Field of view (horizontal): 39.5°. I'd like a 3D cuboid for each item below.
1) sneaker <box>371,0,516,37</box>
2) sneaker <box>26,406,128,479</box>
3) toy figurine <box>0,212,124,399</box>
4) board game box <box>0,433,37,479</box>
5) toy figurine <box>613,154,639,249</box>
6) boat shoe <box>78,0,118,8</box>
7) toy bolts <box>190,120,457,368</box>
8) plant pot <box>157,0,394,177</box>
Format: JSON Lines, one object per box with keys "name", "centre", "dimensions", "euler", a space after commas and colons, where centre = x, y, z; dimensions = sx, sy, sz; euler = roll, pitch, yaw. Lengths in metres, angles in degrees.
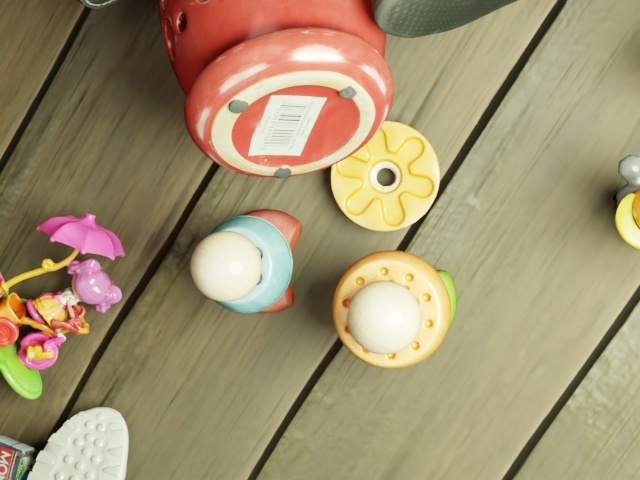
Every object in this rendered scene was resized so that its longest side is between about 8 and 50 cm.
{"name": "sneaker", "centre": [0.123, -0.267, 0.730], "dimensions": [0.270, 0.090, 0.145], "euler": [-24, 80, -26]}
{"name": "sneaker", "centre": [-0.238, 0.283, 0.882], "dimensions": [0.090, 0.095, 0.235], "euler": [8, 74, 17]}
{"name": "toy figurine", "centre": [-0.262, 0.049, 0.875], "dimensions": [0.159, 0.130, 0.173], "euler": [-30, 107, 2]}
{"name": "board game box", "centre": [-0.358, 0.283, 0.917], "dimensions": [0.194, 0.060, 0.194], "euler": [19, 95, 11]}
{"name": "toy figurine", "centre": [0.351, -0.054, 0.703], "dimensions": [0.213, 0.148, 0.210], "euler": [27, 97, 10]}
{"name": "boat shoe", "centre": [-0.099, -0.278, 0.779], "dimensions": [0.285, 0.103, 0.092], "euler": [-29, 81, 6]}
{"name": "toy bolts", "centre": [0.000, 0.000, 0.778], "dimensions": [0.228, 0.158, 0.218], "euler": [1, 92, 13]}
{"name": "plant pot", "centre": [-0.032, -0.159, 0.741], "dimensions": [0.191, 0.191, 0.174], "euler": [-21, 61, 12]}
